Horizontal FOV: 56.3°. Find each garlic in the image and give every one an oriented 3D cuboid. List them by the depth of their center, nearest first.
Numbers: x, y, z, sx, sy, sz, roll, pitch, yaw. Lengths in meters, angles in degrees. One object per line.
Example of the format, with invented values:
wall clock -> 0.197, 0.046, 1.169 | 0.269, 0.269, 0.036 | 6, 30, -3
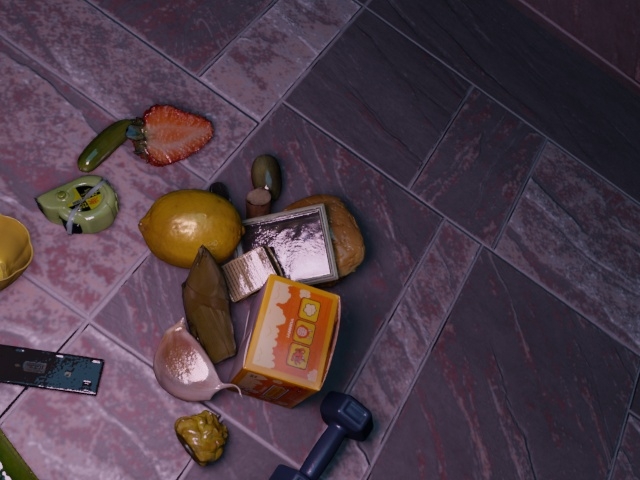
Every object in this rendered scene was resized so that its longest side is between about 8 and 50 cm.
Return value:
garlic -> -0.331, 0.353, 1.544 | 0.266, 0.148, 0.128 | 42, 40, 9

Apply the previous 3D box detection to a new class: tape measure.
tape measure -> -0.656, -0.096, 1.667 | 0.200, 0.106, 0.175 | -34, 67, -30

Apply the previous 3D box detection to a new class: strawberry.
strawberry -> -0.475, -0.318, 1.834 | 0.286, 0.106, 0.188 | -13, 94, -37

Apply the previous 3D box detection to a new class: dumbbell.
dumbbell -> 0.005, 0.560, 1.573 | 0.325, 0.160, 0.144 | -52, 120, -30

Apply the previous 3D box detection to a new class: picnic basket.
picnic basket -> -0.199, 0.096, 1.696 | 0.164, 0.079, 0.115 | -28, 82, 5

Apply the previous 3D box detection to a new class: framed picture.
framed picture -> -0.112, 0.029, 1.740 | 0.296, 0.019, 0.232 | -12, 83, 6

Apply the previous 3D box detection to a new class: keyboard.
keyboard -> -0.715, 0.325, 1.498 | 0.317, 0.027, 0.106 | 13, 60, -13

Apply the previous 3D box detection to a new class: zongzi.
zongzi -> -0.284, 0.177, 1.561 | 0.123, 0.289, 0.260 | -12, 72, -21

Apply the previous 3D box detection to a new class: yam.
yam -> -0.189, -0.088, 1.808 | 0.084, 0.127, 0.084 | 6, 46, -6

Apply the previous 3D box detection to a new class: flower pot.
flower pot -> -0.834, 0.049, 1.483 | 0.195, 0.179, 0.195 | 20, 52, -27

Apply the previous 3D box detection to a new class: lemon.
lemon -> -0.353, -0.032, 1.667 | 0.263, 0.236, 0.236 | 26, 61, 1

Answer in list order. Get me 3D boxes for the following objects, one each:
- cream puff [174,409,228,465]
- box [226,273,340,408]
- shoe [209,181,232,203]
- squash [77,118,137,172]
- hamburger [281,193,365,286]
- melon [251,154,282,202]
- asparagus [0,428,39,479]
cream puff -> -0.290, 0.490, 1.507 | 0.116, 0.146, 0.146 | -31, 80, -29
box -> -0.099, 0.276, 1.584 | 0.214, 0.283, 0.259 | 17, 63, -9
shoe -> -0.299, -0.087, 1.813 | 0.071, 0.049, 0.179 | -20, 97, -36
squash -> -0.634, -0.296, 1.786 | 0.066, 0.066, 0.252 | 36, 59, -1
hamburger -> 0.000, -0.001, 1.827 | 0.259, 0.144, 0.283 | -27, 81, -28
melon -> -0.168, -0.193, 1.879 | 0.099, 0.099, 0.162 | -2, 73, -20
asparagus -> -0.699, 0.567, 1.351 | 0.128, 0.108, 0.382 | -37, 80, -27
